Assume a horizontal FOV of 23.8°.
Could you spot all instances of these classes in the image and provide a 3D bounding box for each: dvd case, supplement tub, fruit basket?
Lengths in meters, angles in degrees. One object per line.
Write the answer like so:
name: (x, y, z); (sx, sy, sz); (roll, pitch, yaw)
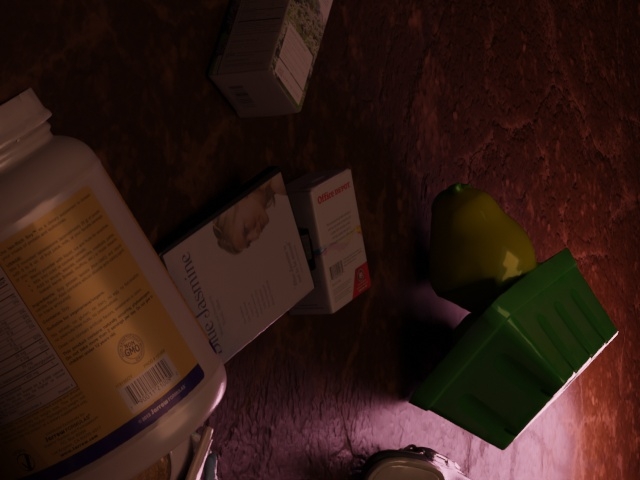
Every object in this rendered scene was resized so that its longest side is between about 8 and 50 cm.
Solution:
dvd case: (-0.105, 0.038, 1.897); (0.253, 0.022, 0.180); (-39, 121, -44)
supplement tub: (-0.262, 0.054, 1.373); (0.331, 0.241, 0.241); (59, 35, -10)
fruit basket: (0.272, 0.105, 2.457); (0.392, 0.283, 0.392); (28, 30, -17)

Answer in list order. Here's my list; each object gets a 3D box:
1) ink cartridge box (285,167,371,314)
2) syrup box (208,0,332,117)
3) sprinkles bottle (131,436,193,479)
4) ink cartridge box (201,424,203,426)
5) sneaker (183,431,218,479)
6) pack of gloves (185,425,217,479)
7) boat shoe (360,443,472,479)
ink cartridge box: (0.000, 0.000, 2.083); (0.127, 0.072, 0.175); (-31, 114, -58)
syrup box: (-0.058, -0.284, 1.983); (0.093, 0.096, 0.237); (53, 43, -48)
sprinkles bottle: (-0.267, 0.268, 1.519); (0.355, 0.121, 0.121); (-33, 116, -57)
ink cartridge box: (-0.166, 0.183, 1.807); (0.083, 0.028, 0.048); (50, 45, -48)
sneaker: (-0.155, 0.279, 1.806); (0.069, 0.038, 0.098); (-56, 134, -49)
pack of gloves: (-0.143, 0.338, 1.684); (0.195, 0.046, 0.232); (93, 16, -72)
boat shoe: (0.146, 0.370, 2.323); (0.319, 0.116, 0.099); (29, 18, -49)
